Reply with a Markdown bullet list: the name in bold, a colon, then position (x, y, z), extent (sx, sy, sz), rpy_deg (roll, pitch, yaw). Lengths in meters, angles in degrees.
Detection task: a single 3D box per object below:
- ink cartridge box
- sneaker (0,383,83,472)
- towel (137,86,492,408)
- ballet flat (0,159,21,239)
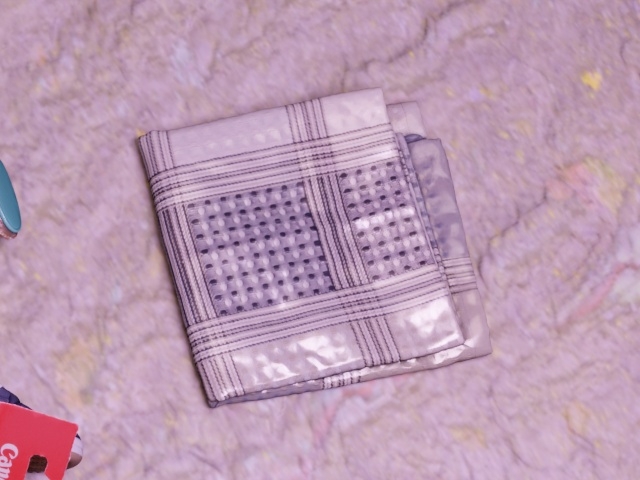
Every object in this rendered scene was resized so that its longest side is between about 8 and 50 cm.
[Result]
- **ink cartridge box**: position (-0.351, 0.210, 1.685), extent (0.224, 0.181, 0.056), rpy_deg (19, 39, -3)
- **sneaker**: position (-0.356, 0.127, 1.765), extent (0.282, 0.099, 0.153), rpy_deg (12, 67, -4)
- **towel**: position (0.000, 0.000, 1.917), extent (0.324, 0.056, 0.312), rpy_deg (-10, 70, -17)
- **ballet flat**: position (-0.360, -0.086, 1.881), extent (0.067, 0.073, 0.206), rpy_deg (-21, 68, 9)
